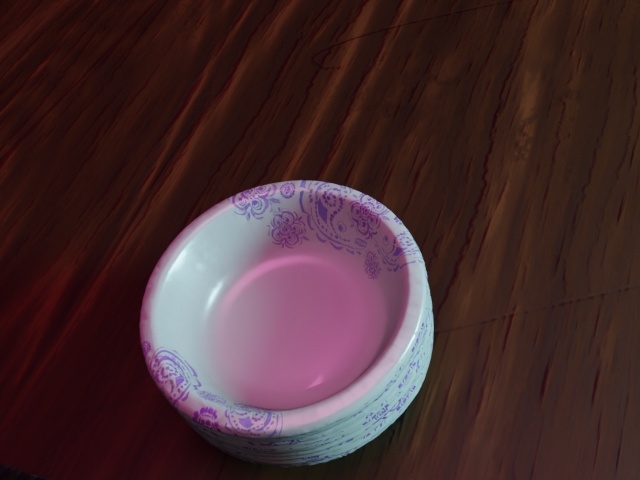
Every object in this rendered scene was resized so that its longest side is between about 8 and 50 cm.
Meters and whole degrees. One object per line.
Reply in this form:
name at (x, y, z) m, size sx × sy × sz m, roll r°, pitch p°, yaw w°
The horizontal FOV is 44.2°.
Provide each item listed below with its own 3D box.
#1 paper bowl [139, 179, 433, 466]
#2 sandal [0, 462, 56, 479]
paper bowl at (-0.027, 0.090, 0.804) m, size 0.284 × 0.148 × 0.284 m, roll -6°, pitch 53°, yaw 8°
sandal at (-0.220, 0.307, 0.718) m, size 0.446 × 0.107 × 0.167 m, roll 9°, pitch 53°, yaw 36°
